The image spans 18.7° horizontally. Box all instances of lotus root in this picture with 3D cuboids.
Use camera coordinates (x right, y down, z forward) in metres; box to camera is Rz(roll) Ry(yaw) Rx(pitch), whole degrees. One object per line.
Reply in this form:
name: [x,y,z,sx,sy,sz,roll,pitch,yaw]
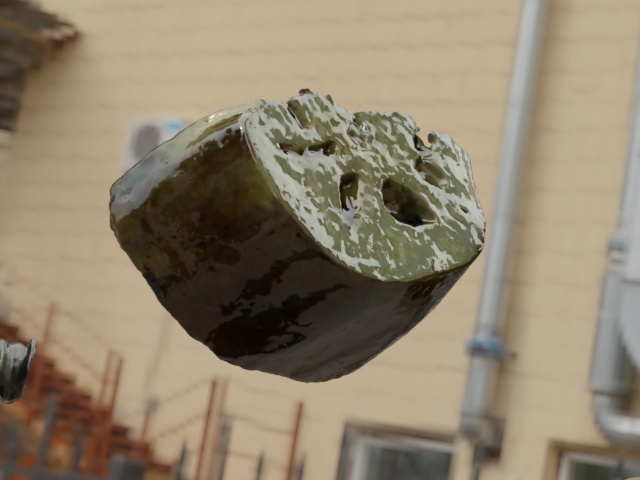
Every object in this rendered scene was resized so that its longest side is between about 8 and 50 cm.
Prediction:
lotus root: [0.000,0.000,1.159,0.235,0.138,0.119,5,-32,-47]

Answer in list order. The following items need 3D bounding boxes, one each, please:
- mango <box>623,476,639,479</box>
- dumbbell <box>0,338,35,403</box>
mango: [0.287,0.211,1.354,0.190,0.075,0.098,16,8,4]
dumbbell: [-0.332,0.016,0.884,0.406,0.179,0.179,14,-10,-10]
